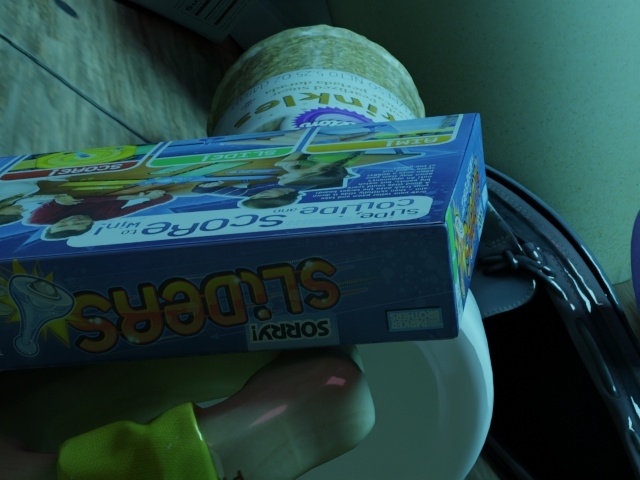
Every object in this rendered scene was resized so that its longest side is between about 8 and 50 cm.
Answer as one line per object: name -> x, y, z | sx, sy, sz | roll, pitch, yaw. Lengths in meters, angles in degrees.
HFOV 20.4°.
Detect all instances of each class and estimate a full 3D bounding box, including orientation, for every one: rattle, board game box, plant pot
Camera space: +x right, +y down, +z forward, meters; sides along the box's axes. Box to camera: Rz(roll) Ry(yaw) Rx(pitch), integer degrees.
rattle -> -0.047, 0.085, 0.571 | 0.142, 0.130, 0.200 | 55, -21, -20
board game box -> -0.052, -0.001, 0.562 | 0.136, 0.201, 0.035 | -61, 145, -70
plant pot -> 0.120, -0.108, 1.096 | 0.256, 0.257, 0.274 | -16, 104, -72

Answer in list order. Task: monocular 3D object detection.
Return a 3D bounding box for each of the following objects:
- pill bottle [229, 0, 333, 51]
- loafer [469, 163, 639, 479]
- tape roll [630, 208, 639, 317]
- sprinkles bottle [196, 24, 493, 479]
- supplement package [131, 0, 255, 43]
pill bottle -> 0.031, -0.218, 1.290 | 0.121, 0.221, 0.121 | 38, 16, -13
loafer -> 0.108, 0.058, 0.949 | 0.302, 0.109, 0.095 | 51, 22, 22
tape roll -> 0.261, 0.079, 0.858 | 0.274, 0.090, 0.275 | 59, -11, 19
sprinkles bottle -> 0.000, 0.000, 0.803 | 0.121, 0.121, 0.355 | 38, 15, -14
supplement package -> -0.079, -0.307, 1.185 | 0.204, 0.262, 0.145 | 50, 16, 30
